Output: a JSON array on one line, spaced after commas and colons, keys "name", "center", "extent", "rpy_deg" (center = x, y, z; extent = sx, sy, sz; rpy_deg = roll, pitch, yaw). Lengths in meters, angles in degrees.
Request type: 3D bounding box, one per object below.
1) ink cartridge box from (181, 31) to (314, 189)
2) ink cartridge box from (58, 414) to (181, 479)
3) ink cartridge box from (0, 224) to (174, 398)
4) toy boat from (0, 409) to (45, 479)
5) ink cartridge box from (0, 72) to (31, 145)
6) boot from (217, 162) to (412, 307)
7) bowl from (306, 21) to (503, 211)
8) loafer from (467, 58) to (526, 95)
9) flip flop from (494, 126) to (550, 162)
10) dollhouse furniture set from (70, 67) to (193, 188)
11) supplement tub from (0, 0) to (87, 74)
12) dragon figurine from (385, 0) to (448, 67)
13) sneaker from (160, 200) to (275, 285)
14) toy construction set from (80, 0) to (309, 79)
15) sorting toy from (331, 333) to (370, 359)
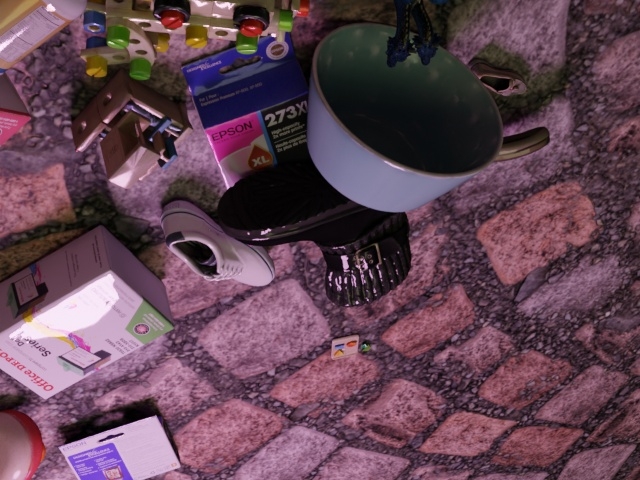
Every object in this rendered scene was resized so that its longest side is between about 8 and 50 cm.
[{"name": "ink cartridge box", "center": [-0.085, -0.155, 1.751], "extent": [0.175, 0.069, 0.371], "rpy_deg": [-20, 136, -2]}, {"name": "ink cartridge box", "center": [-0.409, 0.429, 2.230], "extent": [0.206, 0.045, 0.208], "rpy_deg": [-17, 139, -5]}, {"name": "ink cartridge box", "center": [-0.424, 0.128, 1.859], "extent": [0.278, 0.117, 0.201], "rpy_deg": [-29, 137, 9]}, {"name": "toy boat", "center": [-0.596, 0.420, 2.100], "extent": [0.151, 0.151, 0.231], "rpy_deg": [-19, 150, -52]}, {"name": "ink cartridge box", "center": [-0.570, -0.134, 1.473], "extent": [0.283, 0.117, 0.207], "rpy_deg": [-38, 166, 17]}, {"name": "boot", "center": [0.002, 0.003, 1.802], "extent": [0.347, 0.131, 0.260], "rpy_deg": [-13, 137, -15]}, {"name": "bowl", "center": [0.103, -0.165, 1.647], "extent": [0.311, 0.312, 0.163], "rpy_deg": [3, 142, -25]}, {"name": "loafer", "center": [0.296, -0.262, 1.808], "extent": [0.125, 0.039, 0.045], "rpy_deg": [15, 126, -33]}, {"name": "flip flop", "center": [0.253, -0.163, 1.857], "extent": [0.277, 0.112, 0.080], "rpy_deg": [-15, 106, 2]}, {"name": "dollhouse furniture set", "center": [-0.270, -0.130, 1.605], "extent": [0.129, 0.184, 0.129], "rpy_deg": [-43, 134, 22]}, {"name": "supplement tub", "center": [-0.392, -0.317, 1.392], "extent": [0.199, 0.144, 0.144], "rpy_deg": [-33, 137, 12]}, {"name": "dragon figurine", "center": [0.145, -0.385, 1.542], "extent": [0.085, 0.144, 0.289], "rpy_deg": [-3, 135, -20]}, {"name": "sneaker", "center": [-0.178, 0.031, 1.868], "extent": [0.094, 0.091, 0.258], "rpy_deg": [-28, 137, 32]}, {"name": "toy construction set", "center": [-0.162, -0.301, 1.475], "extent": [0.327, 0.151, 0.215], "rpy_deg": [-10, 166, -14]}, {"name": "sorting toy", "center": [0.063, 0.217, 2.228], "extent": [0.083, 0.012, 0.062], "rpy_deg": [-11, 137, -11]}]
